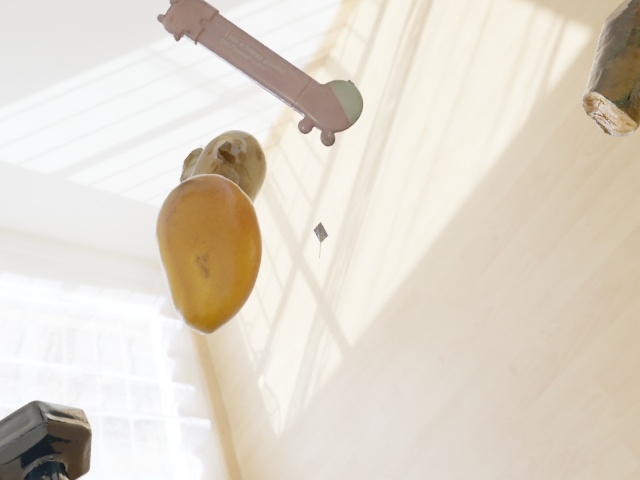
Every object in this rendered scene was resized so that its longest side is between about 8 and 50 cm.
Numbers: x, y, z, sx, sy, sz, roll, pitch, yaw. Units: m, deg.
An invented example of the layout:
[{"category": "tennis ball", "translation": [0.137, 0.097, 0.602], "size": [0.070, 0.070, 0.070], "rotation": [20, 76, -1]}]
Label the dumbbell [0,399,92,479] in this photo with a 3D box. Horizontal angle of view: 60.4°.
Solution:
[{"category": "dumbbell", "translation": [-0.332, 0.354, 0.698], "size": [0.325, 0.144, 0.160], "rotation": [38, 121, 44]}]

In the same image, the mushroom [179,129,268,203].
[{"category": "mushroom", "translation": [-0.219, -0.141, 1.252], "size": [0.184, 0.255, 0.255], "rotation": [32, 106, 12]}]

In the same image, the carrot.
[{"category": "carrot", "translation": [0.357, -0.210, 0.638], "size": [0.082, 0.082, 0.173], "rotation": [12, 71, 55]}]

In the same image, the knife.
[{"category": "knife", "translation": [-0.106, -0.316, 0.992], "size": [0.132, 0.398, 0.038], "rotation": [-57, 3, -10]}]

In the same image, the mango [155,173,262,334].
[{"category": "mango", "translation": [-0.152, 0.018, 0.755], "size": [0.112, 0.145, 0.219], "rotation": [175, 95, -68]}]

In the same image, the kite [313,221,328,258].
[{"category": "kite", "translation": [-0.004, -0.004, 1.140], "size": [0.044, 0.002, 0.078], "rotation": [45, 133, 29]}]
